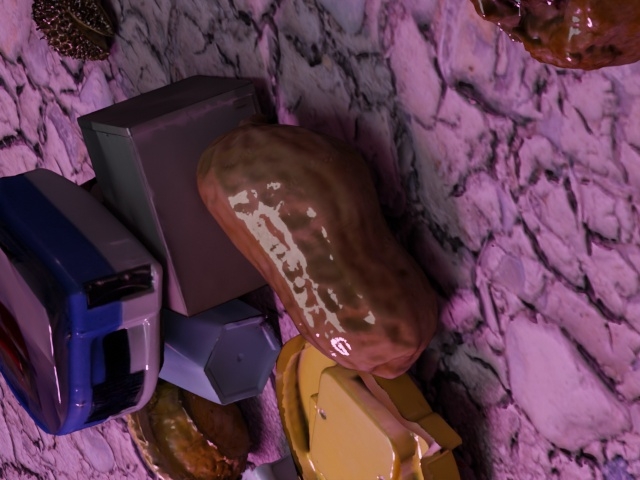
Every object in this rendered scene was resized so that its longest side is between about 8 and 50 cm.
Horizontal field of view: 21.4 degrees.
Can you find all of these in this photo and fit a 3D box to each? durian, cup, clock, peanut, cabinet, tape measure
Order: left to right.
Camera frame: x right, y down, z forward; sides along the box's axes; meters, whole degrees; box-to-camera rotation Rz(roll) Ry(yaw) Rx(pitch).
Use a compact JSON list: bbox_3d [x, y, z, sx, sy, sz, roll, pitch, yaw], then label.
[{"bbox_3d":[-0.295,-0.265,1.950,0.140,0.071,0.110,66,150,10],"label":"durian"},{"bbox_3d":[-0.269,0.072,1.801,0.259,0.138,0.262,42,147,44],"label":"tape measure"},{"bbox_3d":[-0.155,0.099,1.935,0.236,0.148,0.134,21,148,43],"label":"cup"},{"bbox_3d":[-0.132,-0.049,1.758,0.145,0.150,0.206,15,124,60],"label":"cabinet"},{"bbox_3d":[-0.001,-0.007,1.589,0.291,0.143,0.159,53,157,16],"label":"peanut"},{"bbox_3d":[0.057,0.208,1.721,0.277,0.071,0.293,50,148,27],"label":"clock"}]

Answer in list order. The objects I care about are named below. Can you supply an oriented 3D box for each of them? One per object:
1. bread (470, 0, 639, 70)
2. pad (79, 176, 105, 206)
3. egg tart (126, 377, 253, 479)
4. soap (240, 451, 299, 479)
[{"bbox_3d":[0.174,-0.222,1.184,0.230,0.123,0.230,34,137,39],"label":"bread"},{"bbox_3d":[-0.260,0.045,2.042,0.003,0.158,0.235,-6,108,30],"label":"pad"},{"bbox_3d":[-0.143,0.223,1.990,0.074,0.191,0.191,-35,78,23],"label":"egg tart"},{"bbox_3d":[0.005,0.364,1.893,0.261,0.094,0.150,55,148,18],"label":"soap"}]
